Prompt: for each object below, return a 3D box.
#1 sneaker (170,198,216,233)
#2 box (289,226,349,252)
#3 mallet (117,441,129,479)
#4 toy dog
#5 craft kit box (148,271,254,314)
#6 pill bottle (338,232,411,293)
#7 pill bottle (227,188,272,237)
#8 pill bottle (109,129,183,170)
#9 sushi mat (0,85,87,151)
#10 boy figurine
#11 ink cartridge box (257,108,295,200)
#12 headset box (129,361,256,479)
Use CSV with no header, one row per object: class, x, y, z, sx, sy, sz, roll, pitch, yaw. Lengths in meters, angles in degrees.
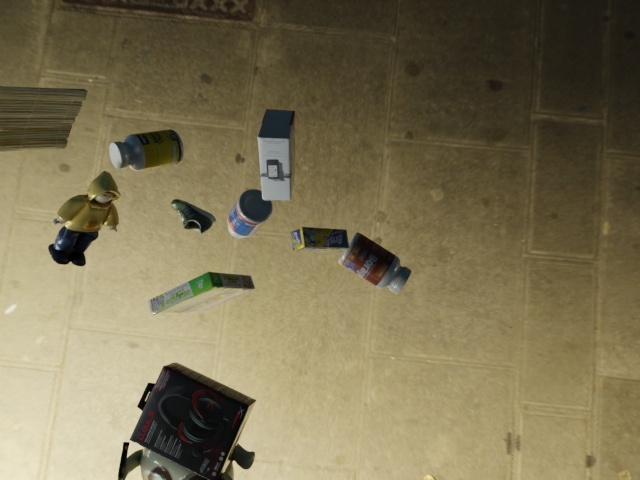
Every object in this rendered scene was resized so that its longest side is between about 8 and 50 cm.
sneaker,-0.485,-0.083,1.886,0.192,0.064,0.086,23,58,14
box,0.000,0.000,1.402,0.169,0.054,0.059,3,74,-43
mallet,-0.536,0.632,1.354,0.039,0.062,0.189,-19,66,39
toy dog,-0.380,0.719,1.562,0.396,0.408,0.284,13,97,-32
craft kit box,-0.384,0.177,1.690,0.250,0.247,0.060,-25,77,19
pill bottle,0.176,0.077,1.652,0.216,0.121,0.121,32,85,2
pill bottle,-0.257,-0.083,1.808,0.124,0.221,0.124,8,68,-21
pill bottle,-0.490,-0.253,1.454,0.184,0.103,0.103,-20,82,-40
sushi mat,-0.564,-0.203,0.881,0.019,0.317,0.151,48,123,15
boy figurine,-0.630,-0.061,1.420,0.285,0.177,0.092,-50,55,17
ink cartridge box,-0.085,-0.170,1.035,0.063,0.150,0.109,3,43,2
headset box,-0.358,0.484,1.412,0.293,0.110,0.218,24,84,8
